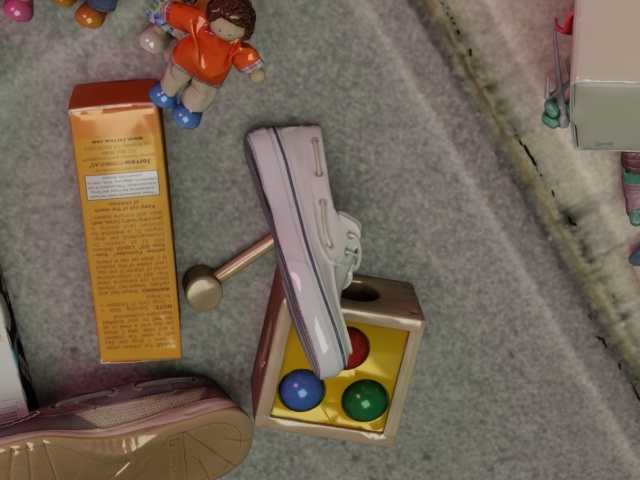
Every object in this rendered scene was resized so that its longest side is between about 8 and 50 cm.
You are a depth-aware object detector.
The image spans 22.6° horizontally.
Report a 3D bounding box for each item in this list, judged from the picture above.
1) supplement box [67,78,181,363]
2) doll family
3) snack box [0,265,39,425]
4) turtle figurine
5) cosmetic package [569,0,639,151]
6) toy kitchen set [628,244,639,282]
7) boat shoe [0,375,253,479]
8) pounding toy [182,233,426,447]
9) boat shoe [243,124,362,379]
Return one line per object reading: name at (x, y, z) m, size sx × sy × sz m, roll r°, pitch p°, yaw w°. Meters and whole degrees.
supplement box at (-0.163, -0.014, 1.356) m, size 0.080 × 0.078 × 0.233 m, roll -6°, pitch 112°, yaw -2°
doll family at (-0.141, -0.221, 1.242) m, size 0.263 × 0.118 × 0.163 m, roll 30°, pitch 140°, yaw -7°
snack box at (-0.368, 0.046, 1.371) m, size 0.187 × 0.060 × 0.322 m, roll -11°, pitch 113°, yaw -2°
turtle figurine at (0.278, -0.126, 1.327) m, size 0.175 × 0.118 × 0.234 m, roll -14°, pitch 131°, yaw 19°
cosmetic package at (0.245, -0.232, 1.171) m, size 0.113 × 0.160 × 0.309 m, roll 2°, pitch 77°, yaw 10°
toy kitchen set at (0.395, -0.029, 1.407) m, size 0.207 × 0.166 × 0.122 m, roll -37°, pitch 116°, yaw -30°
boat shoe at (-0.203, 0.180, 1.389) m, size 0.285 × 0.092 × 0.103 m, roll -12°, pitch 121°, yaw -20°
pounding toy at (-0.019, 0.071, 1.394) m, size 0.206 × 0.094 × 0.181 m, roll 10°, pitch 111°, yaw -9°
boat shoe at (0.000, 0.000, 1.320) m, size 0.076 × 0.083 × 0.226 m, roll -14°, pitch 73°, yaw -8°
